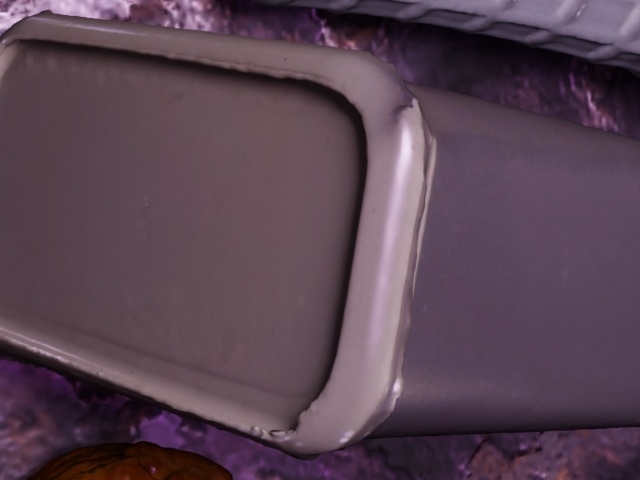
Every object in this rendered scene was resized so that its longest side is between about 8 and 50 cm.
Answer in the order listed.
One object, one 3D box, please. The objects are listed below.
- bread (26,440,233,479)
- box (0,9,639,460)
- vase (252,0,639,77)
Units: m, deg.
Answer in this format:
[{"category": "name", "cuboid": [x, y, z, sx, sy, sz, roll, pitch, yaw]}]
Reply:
[{"category": "bread", "cuboid": [-0.104, 0.198, 0.776, 0.232, 0.135, 0.247, -4, 99, -23]}, {"category": "box", "cuboid": [0.000, 0.000, 0.739, 0.178, 0.274, 0.138, 7, 95, -38]}, {"category": "vase", "cuboid": [0.115, -0.126, 0.833, 0.299, 0.143, 0.143, 10, 93, -22]}]
